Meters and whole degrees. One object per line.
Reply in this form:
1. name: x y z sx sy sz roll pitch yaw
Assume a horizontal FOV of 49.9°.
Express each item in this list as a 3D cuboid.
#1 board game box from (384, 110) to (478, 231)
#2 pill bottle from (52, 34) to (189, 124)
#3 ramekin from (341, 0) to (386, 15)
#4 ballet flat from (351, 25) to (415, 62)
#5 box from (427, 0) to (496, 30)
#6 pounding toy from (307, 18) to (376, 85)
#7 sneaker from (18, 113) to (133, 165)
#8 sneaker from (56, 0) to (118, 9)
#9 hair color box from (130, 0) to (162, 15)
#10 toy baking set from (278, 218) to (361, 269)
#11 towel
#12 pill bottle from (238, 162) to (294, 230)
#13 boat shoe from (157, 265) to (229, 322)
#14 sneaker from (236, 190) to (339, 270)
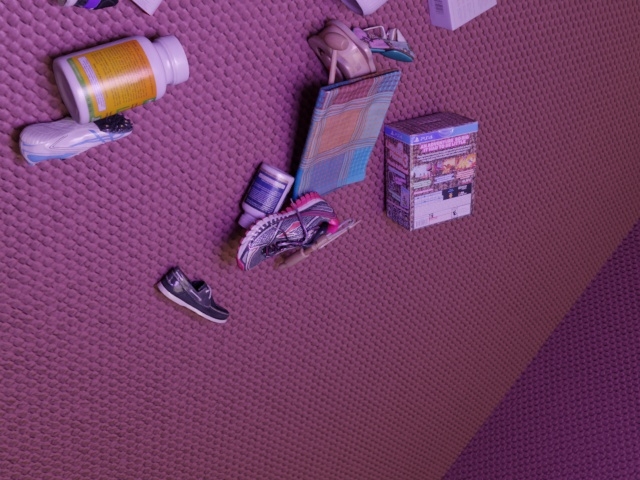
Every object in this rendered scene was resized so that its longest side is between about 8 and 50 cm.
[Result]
1. board game box: 0.321 -0.204 2.011 0.232 0.141 0.291 -14 117 -23
2. pill bottle: -0.401 -0.338 1.405 0.245 0.136 0.136 -26 128 -25
3. ramekin: 0.079 -0.618 1.588 0.109 0.207 0.207 -46 134 4
4. ballet flat: 0.167 -0.520 1.804 0.221 0.077 0.079 -2 95 -37
5. box: 0.381 -0.672 1.866 0.170 0.091 0.130 -34 130 -18
6. pounding toy: 0.029 -0.432 1.700 0.155 0.154 0.269 -44 153 -8
7. sneaker: -0.509 -0.216 1.439 0.237 0.085 0.086 -20 151 -33
8. sneaker: -0.410 -0.581 1.298 0.146 0.102 0.293 -3 121 -42
9. hair color box: -0.338 -0.540 1.407 0.141 0.043 0.072 -53 134 0
10. toy baking set: -0.005 0.004 1.882 0.196 0.256 0.030 -35 93 -39
11. towel: 0.061 -0.260 1.773 0.271 0.040 0.370 -25 149 -35
12. pill bottle: -0.144 -0.106 1.768 0.094 0.094 0.169 20 100 -43
13. boat shoe: -0.312 0.146 1.785 0.079 0.084 0.233 -52 131 -2
14. sneaker: -0.085 -0.015 1.740 0.299 0.112 0.121 -34 157 -23
